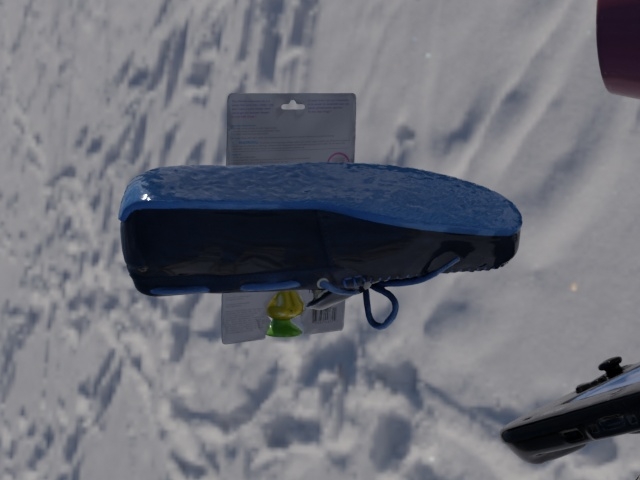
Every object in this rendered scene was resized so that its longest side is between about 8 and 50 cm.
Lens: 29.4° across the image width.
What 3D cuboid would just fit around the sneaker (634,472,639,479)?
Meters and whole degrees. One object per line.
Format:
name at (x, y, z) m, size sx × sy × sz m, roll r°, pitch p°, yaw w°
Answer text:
sneaker at (0.180, 0.172, 0.674) m, size 0.086 × 0.085 × 0.237 m, roll 29°, pitch 139°, yaw 32°

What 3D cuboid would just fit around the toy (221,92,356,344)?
toy at (-0.040, -0.024, 1.177) m, size 0.056 × 0.137 × 0.237 m, roll 16°, pitch 107°, yaw 58°

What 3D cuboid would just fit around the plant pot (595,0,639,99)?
plant pot at (0.336, -0.189, 1.028) m, size 0.201 × 0.180 × 0.201 m, roll -12°, pitch -77°, yaw -63°

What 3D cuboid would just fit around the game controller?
game controller at (0.257, 0.093, 0.838) m, size 0.319 × 0.166 × 0.067 m, roll -36°, pitch 67°, yaw 60°

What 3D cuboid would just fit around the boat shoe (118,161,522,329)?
boat shoe at (0.000, 0.000, 0.805) m, size 0.109 × 0.258 × 0.089 m, roll -81°, pitch -5°, yaw -65°
